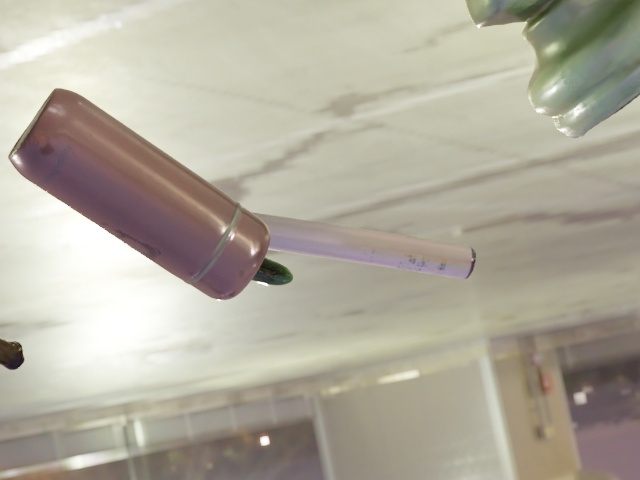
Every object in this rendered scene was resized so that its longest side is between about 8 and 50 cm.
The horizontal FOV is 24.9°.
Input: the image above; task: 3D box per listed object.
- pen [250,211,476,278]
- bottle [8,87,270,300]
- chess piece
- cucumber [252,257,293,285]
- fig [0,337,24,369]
[{"bbox_3d":[0.000,-0.001,1.190,0.269,0.033,0.033,8,168,-14],"label":"pen"},{"bbox_3d":[-0.094,-0.023,0.764,0.140,0.053,0.053,34,157,-15],"label":"bottle"},{"bbox_3d":[0.148,-0.234,1.052,0.175,0.298,0.176,-41,-177,2],"label":"chess piece"},{"bbox_3d":[-0.115,0.020,1.594,0.184,0.033,0.036,11,-137,17],"label":"cucumber"},{"bbox_3d":[-0.425,0.081,1.341,0.190,0.191,0.290,-14,173,21],"label":"fig"}]
